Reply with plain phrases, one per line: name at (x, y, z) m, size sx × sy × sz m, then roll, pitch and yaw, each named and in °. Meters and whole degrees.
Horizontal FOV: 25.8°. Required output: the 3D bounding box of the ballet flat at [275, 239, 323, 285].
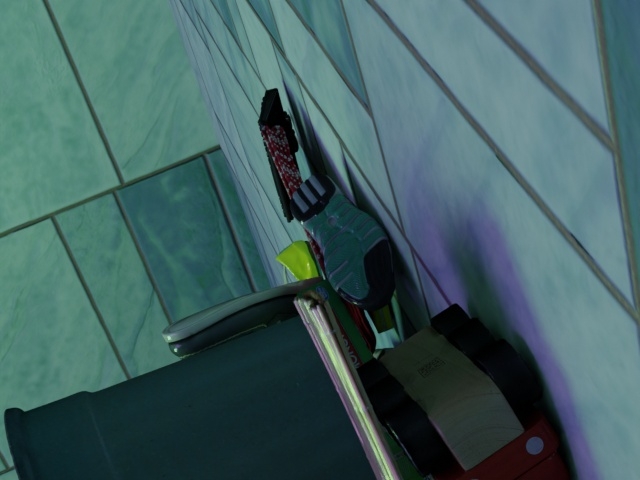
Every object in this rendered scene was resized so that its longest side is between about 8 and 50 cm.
ballet flat at (-0.011, 0.112, 2.343) m, size 0.077 × 0.077 × 0.231 m, roll -152°, pitch 40°, yaw -80°

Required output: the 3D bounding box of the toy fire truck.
toy fire truck at (0.133, 0.209, 1.191) m, size 0.246 × 0.158 × 0.217 m, roll 57°, pitch 176°, yaw -13°

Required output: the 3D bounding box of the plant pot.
plant pot at (-0.110, 0.262, 1.493) m, size 0.341 × 0.334 × 0.341 m, roll 63°, pitch 173°, yaw 15°

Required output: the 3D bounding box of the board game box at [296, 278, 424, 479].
board game box at (0.056, 0.206, 1.641) m, size 0.213 × 0.046 × 0.317 m, roll 61°, pitch 173°, yaw 30°

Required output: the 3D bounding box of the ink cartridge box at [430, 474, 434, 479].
ink cartridge box at (0.159, 0.253, 1.430) m, size 0.181 × 0.061 × 0.104 m, roll -127°, pitch 16°, yaw -69°

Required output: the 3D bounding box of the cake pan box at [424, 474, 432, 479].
cake pan box at (0.163, 0.438, 1.860) m, size 0.267 × 0.070 × 0.246 m, roll -103°, pitch -1°, yaw -46°

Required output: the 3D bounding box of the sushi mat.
sushi mat at (0.052, 0.189, 1.171) m, size 0.151 × 0.019 × 0.316 m, roll 176°, pitch 70°, yaw -85°

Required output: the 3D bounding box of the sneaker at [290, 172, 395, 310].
sneaker at (0.048, 0.010, 1.587) m, size 0.098 × 0.083 × 0.224 m, roll 38°, pitch -165°, yaw -41°

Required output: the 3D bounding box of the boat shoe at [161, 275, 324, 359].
boat shoe at (-0.073, 0.112, 1.681) m, size 0.319 × 0.116 × 0.099 m, roll -13°, pitch -94°, yaw -63°

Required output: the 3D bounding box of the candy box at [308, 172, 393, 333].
candy box at (0.038, 0.014, 1.789) m, size 0.105 × 0.027 × 0.206 m, roll 77°, pitch 169°, yaw -46°

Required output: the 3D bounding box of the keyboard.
keyboard at (-0.054, -0.123, 1.919) m, size 0.108 × 0.023 × 0.180 m, roll -73°, pitch -23°, yaw -45°

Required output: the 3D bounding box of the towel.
towel at (0.000, 0.000, 1.790) m, size 0.199 × 0.031 × 0.275 m, roll 68°, pitch 178°, yaw -50°

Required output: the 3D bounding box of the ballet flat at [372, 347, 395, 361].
ballet flat at (0.096, 0.176, 1.770) m, size 0.206 × 0.073 × 0.067 m, roll -129°, pitch 42°, yaw -59°
